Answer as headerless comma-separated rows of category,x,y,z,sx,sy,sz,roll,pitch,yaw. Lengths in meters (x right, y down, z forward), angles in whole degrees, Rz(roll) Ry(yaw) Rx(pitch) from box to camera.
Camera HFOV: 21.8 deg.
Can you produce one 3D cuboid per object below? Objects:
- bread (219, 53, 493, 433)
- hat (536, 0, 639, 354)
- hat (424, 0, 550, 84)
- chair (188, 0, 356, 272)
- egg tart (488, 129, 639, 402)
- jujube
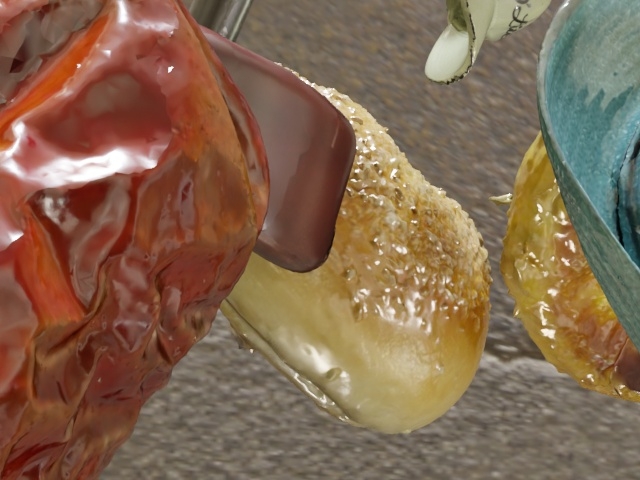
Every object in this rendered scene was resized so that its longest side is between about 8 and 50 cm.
bread,-0.003,-0.002,1.164,0.171,0.192,0.314,-41,89,12
hat,0.143,0.000,0.460,0.138,0.191,0.078,-45,17,-22
hat,0.117,-0.179,1.093,0.081,0.122,0.166,17,47,4
chair,-0.035,-0.194,0.992,0.226,0.226,0.401,16,79,26
egg tart,0.292,-0.030,1.243,0.339,0.153,0.352,2,124,-5
jujube,-0.161,0.033,0.571,0.216,0.216,0.342,33,61,26
